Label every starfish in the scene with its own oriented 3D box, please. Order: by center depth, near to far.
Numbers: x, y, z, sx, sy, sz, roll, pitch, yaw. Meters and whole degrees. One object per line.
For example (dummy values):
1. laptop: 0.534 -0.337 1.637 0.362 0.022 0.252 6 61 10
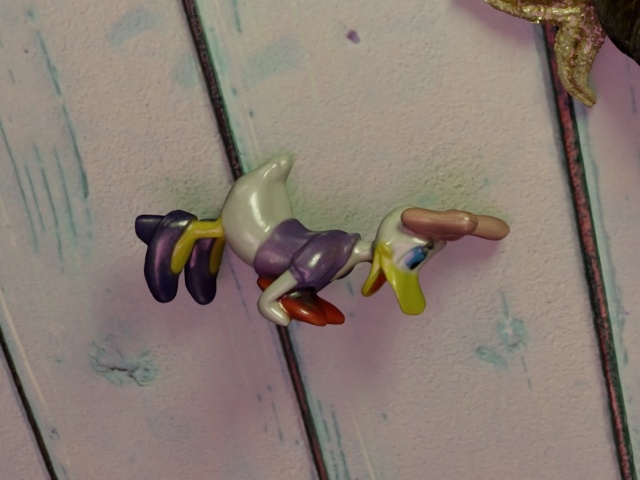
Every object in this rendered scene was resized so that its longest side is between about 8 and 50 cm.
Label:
1. starfish: 0.269 -0.222 1.975 0.247 0.050 0.138 44 128 -10

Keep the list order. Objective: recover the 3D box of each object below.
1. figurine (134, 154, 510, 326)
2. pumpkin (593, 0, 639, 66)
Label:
1. figurine: -0.005 0.004 2.172 0.421 0.154 0.193 9 92 23
2. pumpkin: 0.393 -0.172 1.869 0.278 0.163 0.111 13 126 -2
